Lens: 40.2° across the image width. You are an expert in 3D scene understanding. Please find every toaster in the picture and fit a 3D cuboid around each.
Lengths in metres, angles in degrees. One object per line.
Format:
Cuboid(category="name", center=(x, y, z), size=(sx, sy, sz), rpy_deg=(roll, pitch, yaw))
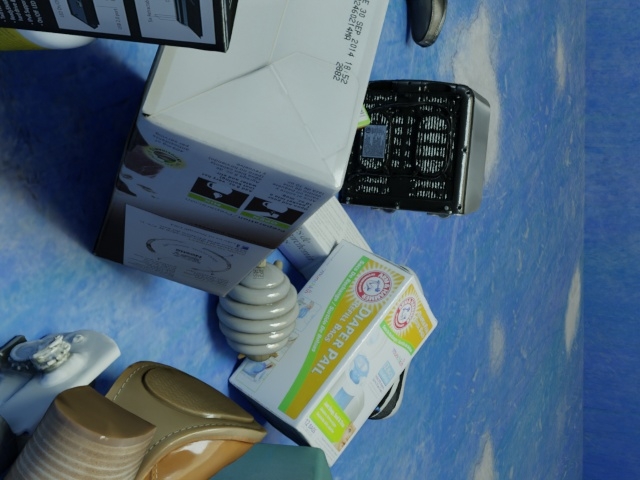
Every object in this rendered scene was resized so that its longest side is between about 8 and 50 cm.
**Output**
Cuboid(category="toaster", center=(0.119, -0.123, 1.109), size=(0.110, 0.168, 0.185), rpy_deg=(-3, 98, -66))

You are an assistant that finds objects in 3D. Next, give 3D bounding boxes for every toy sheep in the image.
Cuboid(category="toy sheep", center=(-0.062, 0.064, 0.868), size=(0.091, 0.091, 0.132), rpy_deg=(-43, 137, -54))

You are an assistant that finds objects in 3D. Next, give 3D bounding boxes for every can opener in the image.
Cuboid(category="can opener", center=(-0.228, 0.144, 0.559), size=(0.280, 0.074, 0.093), rpy_deg=(-43, 132, -53))

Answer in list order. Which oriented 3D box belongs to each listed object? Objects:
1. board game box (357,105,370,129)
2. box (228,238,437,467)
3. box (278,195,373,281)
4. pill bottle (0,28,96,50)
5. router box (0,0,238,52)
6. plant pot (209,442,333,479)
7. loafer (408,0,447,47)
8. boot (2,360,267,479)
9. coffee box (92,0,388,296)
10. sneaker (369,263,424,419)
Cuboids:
Cuboid(category="board game box", center=(-0.040, -0.217, 0.827), size=(0.124, 0.039, 0.259), rpy_deg=(-28, 97, -60))
Cuboid(category="box", center=(0.019, 0.118, 0.943), size=(0.203, 0.103, 0.114), rpy_deg=(-50, 142, -16))
Cuboid(category="box", center=(0.000, 0.000, 1.002), size=(0.324, 0.063, 0.067), rpy_deg=(51, 49, -54))
Cuboid(category="pill bottle", center=(-0.174, -0.159, 0.491), size=(0.103, 0.184, 0.103), rpy_deg=(-21, 113, -61))
Cuboid(category="router box", center=(-0.141, -0.241, 0.409), size=(0.081, 0.243, 0.309), rpy_deg=(96, -1, -61))
Cuboid(category="plant pot", center=(-0.064, 0.317, 0.827), size=(0.234, 0.165, 0.166), rpy_deg=(-65, 148, -50))
Cuboid(category="loafer", center=(0.143, -0.363, 1.246), size=(0.061, 0.062, 0.170), rpy_deg=(2, 90, -41))
Cuboid(category="boot", center=(-0.154, 0.213, 0.644), size=(0.220, 0.109, 0.283), rpy_deg=(-62, 167, 5))
Cuboid(category="coffee box", center=(-0.068, -0.081, 0.612), size=(0.297, 0.119, 0.168), rpy_deg=(139, -33, -66))
Cuboid(category="sneaker", center=(0.081, 0.134, 1.168), size=(0.121, 0.079, 0.217), rpy_deg=(19, 78, -64))
